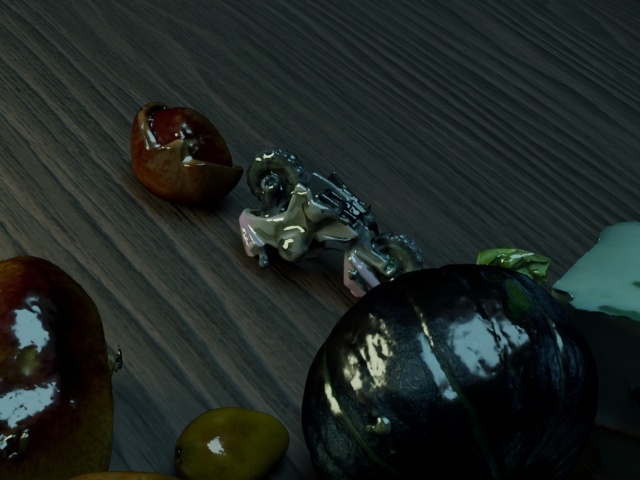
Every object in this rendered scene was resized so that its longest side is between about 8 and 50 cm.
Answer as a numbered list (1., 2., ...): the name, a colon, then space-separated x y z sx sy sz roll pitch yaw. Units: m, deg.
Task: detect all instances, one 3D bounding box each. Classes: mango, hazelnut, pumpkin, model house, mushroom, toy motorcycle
1. mango: -0.112 0.257 1.257 0.111 0.089 0.163 38 29 11
2. hazelnut: -0.226 -0.144 1.712 0.202 0.160 0.170 16 32 10
3. pumpkin: 0.158 0.196 1.213 0.363 0.363 0.266 -5 41 -28
4. model house: 0.467 0.183 1.313 0.295 0.329 0.252 11 28 39
5. mushroom: -0.375 0.193 1.168 0.345 0.259 0.345 1 60 -1
6. toy motorcycle: 0.000 0.000 1.618 0.327 0.188 0.143 37 26 4

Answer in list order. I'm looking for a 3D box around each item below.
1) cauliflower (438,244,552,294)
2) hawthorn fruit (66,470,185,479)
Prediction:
1. cauliflower: 0.245 0.102 1.478 0.272 0.250 0.275 27 31 12
2. hawthorn fruit: -0.185 0.339 1.035 0.248 0.208 0.208 8 30 -48
